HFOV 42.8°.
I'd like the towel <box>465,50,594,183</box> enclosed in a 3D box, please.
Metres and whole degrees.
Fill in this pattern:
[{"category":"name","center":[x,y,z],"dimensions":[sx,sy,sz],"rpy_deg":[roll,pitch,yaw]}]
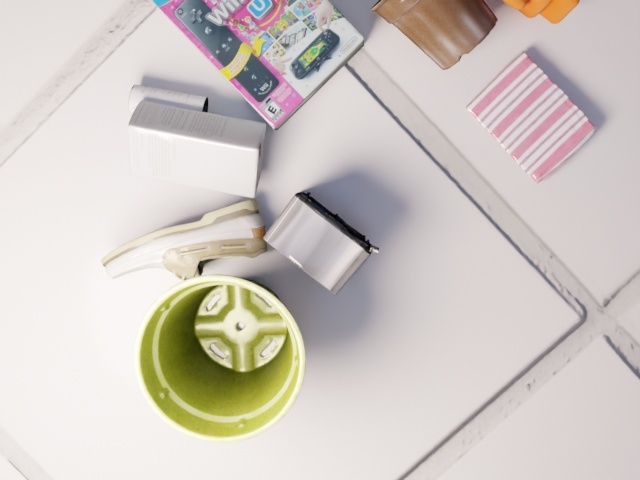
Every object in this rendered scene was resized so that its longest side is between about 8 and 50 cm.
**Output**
[{"category":"towel","center":[0.375,-0.219,1.461],"dimensions":[0.144,0.029,0.197],"rpy_deg":[-44,91,7]}]

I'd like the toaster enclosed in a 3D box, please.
[{"category":"toaster","center":[0.000,0.000,1.425],"dimensions":[0.168,0.186,0.110],"rpy_deg":[37,93,-3]}]

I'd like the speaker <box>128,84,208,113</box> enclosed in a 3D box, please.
[{"category":"speaker","center":[-0.272,-0.244,1.471],"dimensions":[0.136,0.055,0.055],"rpy_deg":[10,97,1]}]

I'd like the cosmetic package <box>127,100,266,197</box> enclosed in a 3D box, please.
[{"category":"cosmetic package","center":[-0.217,-0.161,1.442],"dimensions":[0.231,0.085,0.117],"rpy_deg":[11,135,0]}]

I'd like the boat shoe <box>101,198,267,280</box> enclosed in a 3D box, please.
[{"category":"boat shoe","center":[-0.244,0.022,1.473],"dimensions":[0.302,0.113,0.103],"rpy_deg":[-19,90,4]}]

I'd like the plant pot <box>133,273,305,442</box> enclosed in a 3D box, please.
[{"category":"plant pot","center":[-0.154,0.173,1.417],"dimensions":[0.276,0.254,0.276],"rpy_deg":[0,98,3]}]

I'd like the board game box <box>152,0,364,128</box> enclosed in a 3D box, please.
[{"category":"board game box","center":[-0.106,-0.378,1.428],"dimensions":[0.224,0.097,0.303],"rpy_deg":[-44,92,6]}]

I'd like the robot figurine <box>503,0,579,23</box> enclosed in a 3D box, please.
[{"category":"robot figurine","center":[0.345,-0.467,1.382],"dimensions":[0.219,0.128,0.158],"rpy_deg":[38,100,-3]}]

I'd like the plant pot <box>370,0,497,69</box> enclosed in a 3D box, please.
[{"category":"plant pot","center":[0.200,-0.390,1.386],"dimensions":[0.167,0.167,0.165],"rpy_deg":[-43,100,7]}]
